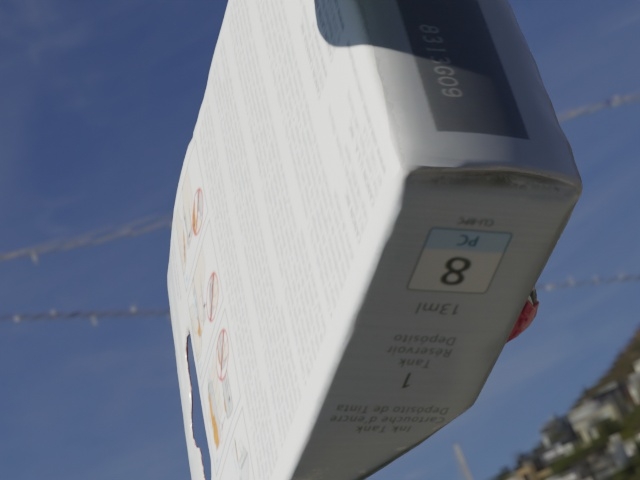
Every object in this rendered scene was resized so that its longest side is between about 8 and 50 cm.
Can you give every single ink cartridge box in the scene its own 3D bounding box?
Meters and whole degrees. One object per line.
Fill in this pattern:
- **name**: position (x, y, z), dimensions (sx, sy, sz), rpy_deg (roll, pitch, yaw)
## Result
- **ink cartridge box**: position (0.000, 0.000, 0.829), dimensions (0.091, 0.308, 0.385), rpy_deg (3, -45, -16)

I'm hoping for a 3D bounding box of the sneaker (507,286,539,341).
- **sneaker**: position (0.050, -0.035, 1.185), dimensions (0.112, 0.299, 0.121), rpy_deg (-39, -16, -45)
